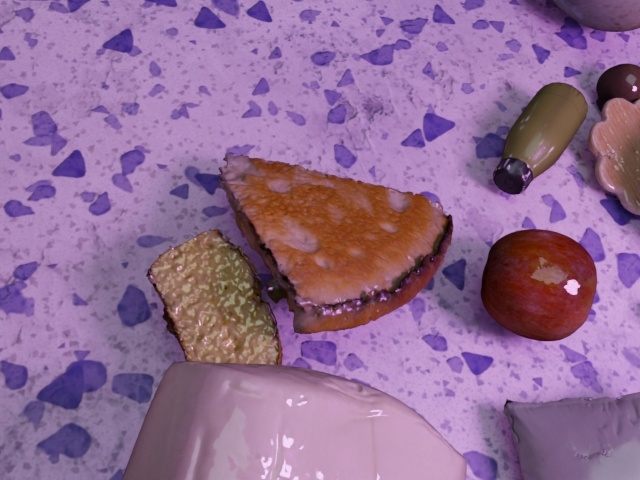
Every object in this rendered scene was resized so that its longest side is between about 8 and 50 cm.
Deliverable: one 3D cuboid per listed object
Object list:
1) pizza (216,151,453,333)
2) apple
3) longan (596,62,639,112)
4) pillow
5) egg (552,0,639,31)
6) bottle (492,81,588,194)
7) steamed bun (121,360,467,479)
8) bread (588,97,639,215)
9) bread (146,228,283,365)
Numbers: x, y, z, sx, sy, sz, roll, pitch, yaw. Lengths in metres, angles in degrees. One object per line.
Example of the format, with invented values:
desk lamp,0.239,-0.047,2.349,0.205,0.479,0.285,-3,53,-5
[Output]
pizza,0.027,0.015,1.115,0.435,0.080,0.391,11,35,-6
apple,0.362,0.072,1.163,0.174,0.188,0.188,14,61,8
longan,0.640,-0.319,1.470,0.106,0.106,0.119,45,107,15
pillow,0.451,0.377,1.036,0.310,0.119,0.312,-8,66,4
egg,0.636,-0.661,1.504,0.345,0.345,0.427,-11,69,-14
bottle,0.427,-0.197,1.359,0.112,0.112,0.260,34,63,10
steamed bun,-0.045,0.355,0.878,0.456,0.290,0.371,30,58,-26
bread,0.627,-0.169,1.393,0.182,0.039,0.250,-6,77,-10
bread,-0.154,0.124,1.089,0.160,0.147,0.260,-29,70,-12
